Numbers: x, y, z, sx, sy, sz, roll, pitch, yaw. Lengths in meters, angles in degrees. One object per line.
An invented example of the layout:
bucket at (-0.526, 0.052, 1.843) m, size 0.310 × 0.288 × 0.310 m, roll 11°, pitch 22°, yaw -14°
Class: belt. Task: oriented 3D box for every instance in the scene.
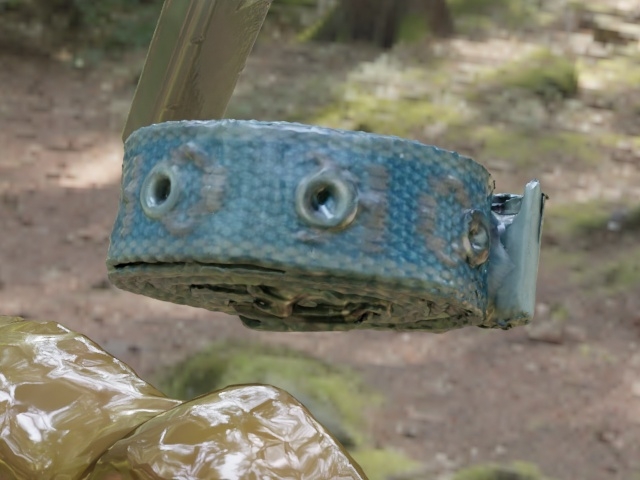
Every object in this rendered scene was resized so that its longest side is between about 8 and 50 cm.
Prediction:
belt at (-0.008, 0.000, 0.750) m, size 0.163 × 0.082 × 0.147 m, roll -4°, pitch -14°, yaw 40°

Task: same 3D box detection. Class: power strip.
power strip at (-0.059, -0.107, 0.921) m, size 0.060 × 0.253 × 0.027 m, roll -31°, pitch 77°, yaw -26°

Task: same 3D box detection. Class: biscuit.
biscuit at (-0.017, 0.202, 0.445) m, size 0.062 × 0.385 × 0.365 m, roll -19°, pitch 5°, yaw -30°
